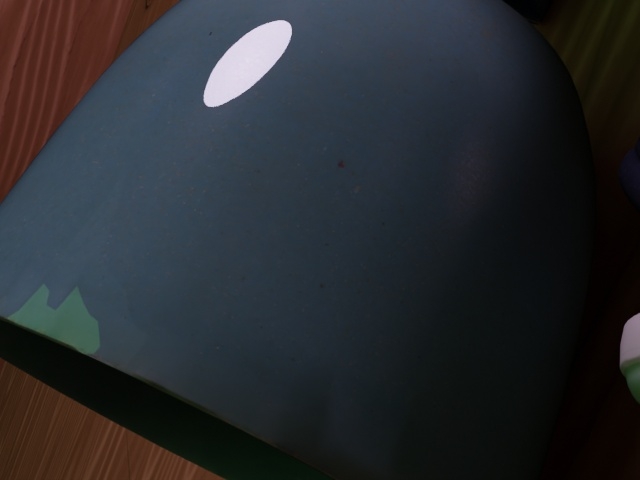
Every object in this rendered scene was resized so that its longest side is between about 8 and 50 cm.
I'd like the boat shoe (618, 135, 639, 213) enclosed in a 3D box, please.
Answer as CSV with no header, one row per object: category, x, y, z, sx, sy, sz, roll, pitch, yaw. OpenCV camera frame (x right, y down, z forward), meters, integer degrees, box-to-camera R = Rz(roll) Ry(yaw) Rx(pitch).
boat shoe,0.201,-0.026,0.295,0.340,0.127,0.158,-111,37,-70

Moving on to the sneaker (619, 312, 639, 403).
sneaker,0.155,0.107,0.310,0.256,0.094,0.151,-158,83,-70

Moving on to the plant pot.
plant pot,0.000,0.000,0.537,0.235,0.293,0.293,-63,19,-17

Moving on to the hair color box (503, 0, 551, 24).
hair color box,0.125,-0.328,0.655,0.174,0.105,0.347,41,112,46
